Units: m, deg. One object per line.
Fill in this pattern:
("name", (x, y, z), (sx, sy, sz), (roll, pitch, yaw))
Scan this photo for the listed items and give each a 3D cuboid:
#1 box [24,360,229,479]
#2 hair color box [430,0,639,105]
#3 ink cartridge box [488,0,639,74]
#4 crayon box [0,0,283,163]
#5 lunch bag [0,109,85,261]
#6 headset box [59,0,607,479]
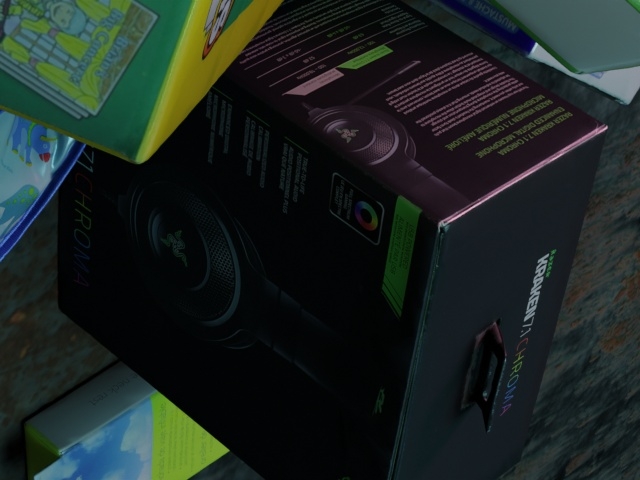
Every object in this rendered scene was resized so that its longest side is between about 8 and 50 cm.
("box", (-0.125, 0.130, 1.167), (0.178, 0.042, 0.109), (-32, 143, -34))
("hair color box", (0.219, -0.270, 1.183), (0.185, 0.110, 0.339), (12, 109, -60))
("ink cartridge box", (0.163, -0.257, 0.961), (0.198, 0.115, 0.273), (37, 73, -21))
("crayon box", (-0.021, -0.249, 0.722), (0.313, 0.106, 0.363), (-62, 175, -67))
("lunch bag", (-0.177, -0.063, 0.804), (0.151, 0.129, 0.096), (-48, 151, -10))
("headset box", (0.000, 0.000, 0.968), (0.131, 0.283, 0.246), (-30, 143, -37))
